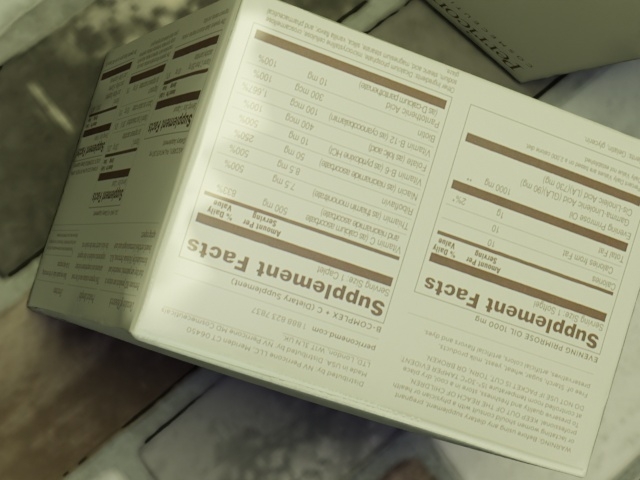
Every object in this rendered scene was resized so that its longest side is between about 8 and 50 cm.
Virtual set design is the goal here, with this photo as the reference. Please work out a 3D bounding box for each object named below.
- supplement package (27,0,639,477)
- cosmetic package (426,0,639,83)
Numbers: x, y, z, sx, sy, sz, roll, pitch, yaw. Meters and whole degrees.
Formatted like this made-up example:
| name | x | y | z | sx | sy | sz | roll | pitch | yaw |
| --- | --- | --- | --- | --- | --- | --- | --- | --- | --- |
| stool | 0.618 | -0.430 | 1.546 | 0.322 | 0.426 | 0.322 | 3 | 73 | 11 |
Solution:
| name | x | y | z | sx | sy | sz | roll | pitch | yaw |
| --- | --- | --- | --- | --- | --- | --- | --- | --- | --- |
| supplement package | 0.000 | 0.000 | 0.821 | 0.204 | 0.262 | 0.145 | 19 | 85 | -17 |
| cosmetic package | 0.141 | -0.200 | 0.810 | 0.197 | 0.365 | 0.155 | 38 | 78 | -13 |
